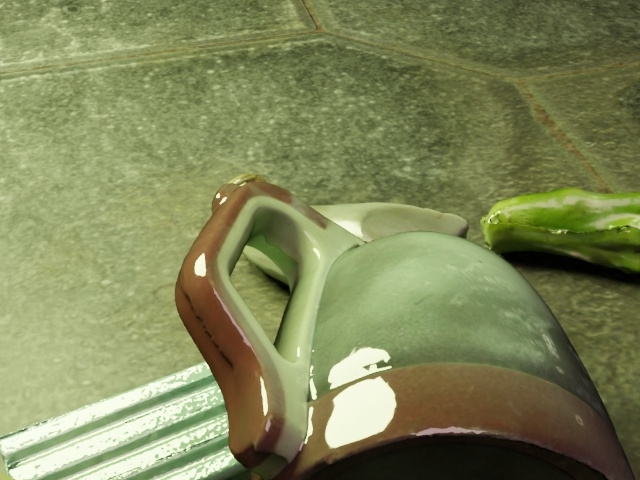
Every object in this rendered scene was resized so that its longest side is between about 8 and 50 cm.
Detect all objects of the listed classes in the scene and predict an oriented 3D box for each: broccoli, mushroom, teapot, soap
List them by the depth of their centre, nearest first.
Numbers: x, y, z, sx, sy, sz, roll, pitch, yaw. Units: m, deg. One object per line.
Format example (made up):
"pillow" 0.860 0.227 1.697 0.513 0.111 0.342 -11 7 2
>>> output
"teapot" 0.038 0.092 0.650 0.315 0.233 0.312 34 25 -19
"soap" -0.132 0.169 0.719 0.198 0.063 0.114 -18 43 -20
"mushroom" 0.000 0.000 0.903 0.270 0.103 0.118 16 41 29
"broccoli" 0.306 -0.023 0.907 0.304 0.165 0.146 -5 44 13

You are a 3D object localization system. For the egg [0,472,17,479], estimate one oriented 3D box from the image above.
"egg" -0.241 0.243 0.506 0.219 0.219 0.269 10 41 15
